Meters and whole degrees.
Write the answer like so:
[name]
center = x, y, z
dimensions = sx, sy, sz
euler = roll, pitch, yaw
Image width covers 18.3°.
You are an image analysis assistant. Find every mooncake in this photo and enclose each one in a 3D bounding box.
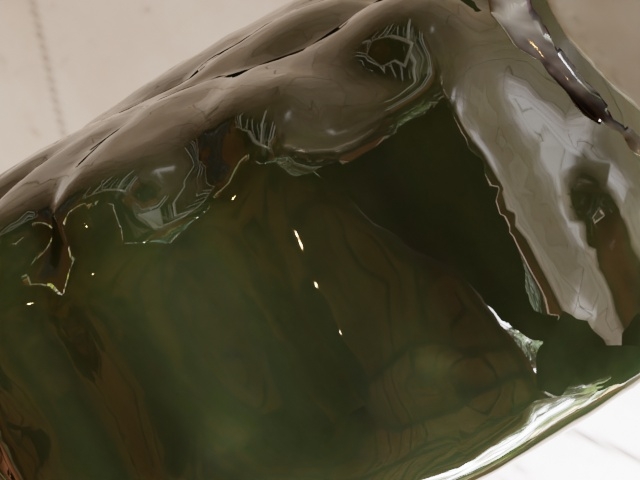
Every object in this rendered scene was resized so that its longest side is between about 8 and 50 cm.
[mooncake]
center = 0.000, 0.000, 0.855
dimensions = 0.356, 0.356, 0.194
euler = -23, 101, 53

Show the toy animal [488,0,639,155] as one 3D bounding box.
[toy animal]
center = 0.176, -0.037, 0.494
dimensions = 0.208, 0.154, 0.325
euler = 0, 129, 55
